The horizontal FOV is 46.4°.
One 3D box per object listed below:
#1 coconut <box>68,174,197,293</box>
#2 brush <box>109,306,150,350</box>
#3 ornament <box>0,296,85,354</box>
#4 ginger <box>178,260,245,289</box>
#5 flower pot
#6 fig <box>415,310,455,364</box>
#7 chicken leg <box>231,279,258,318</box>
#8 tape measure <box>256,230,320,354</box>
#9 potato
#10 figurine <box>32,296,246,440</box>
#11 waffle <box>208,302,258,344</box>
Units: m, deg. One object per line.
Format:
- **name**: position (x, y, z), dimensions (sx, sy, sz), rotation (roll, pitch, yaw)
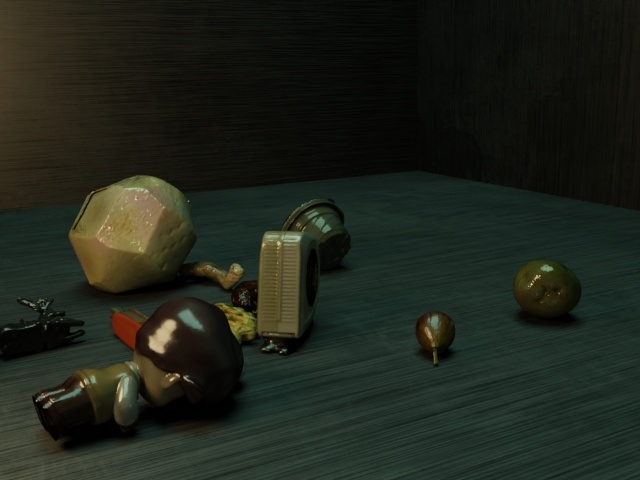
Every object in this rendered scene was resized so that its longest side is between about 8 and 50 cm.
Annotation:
- **coconut**: position (-0.535, -0.004, 2.117), dimensions (0.353, 0.352, 0.352), rotation (-1, 13, 0)
- **brush**: position (-0.428, 0.199, 1.696), dimensions (0.051, 0.070, 0.323), rotation (-7, 11, -31)
- **ornament**: position (-0.682, 0.193, 1.728), dimensions (0.202, 0.080, 0.236), rotation (-8, 16, -37)
- **ginger**: position (-0.317, 0.091, 2.145), dimensions (0.089, 0.075, 0.288), rotation (18, -7, -40)
- **flower pot**: position (0.000, 0.000, 2.277), dimensions (0.235, 0.235, 0.140), rotation (-11, 40, -37)
- **fig**: position (0.242, 0.207, 1.568), dimensions (0.089, 0.088, 0.125), rotation (0, 26, 6)
- **chicken leg**: position (-0.177, 0.151, 1.924), dimensions (0.106, 0.051, 0.253), rotation (3, 15, -5)
- **tape measure**: position (-0.078, 0.114, 1.717), dimensions (0.133, 0.271, 0.231), rotation (0, -2, 10)
- **potato**: position (0.545, 0.110, 1.809), dimensions (0.157, 0.157, 0.194), rotation (2, 12, 13)
- **figurine**: position (-0.298, 0.252, 1.319), dimensions (0.365, 0.206, 0.218), rotation (-36, 6, -26)
- **waffle**: position (-0.267, 0.193, 1.731), dimensions (0.250, 0.056, 0.261), rotation (-6, 12, -22)
